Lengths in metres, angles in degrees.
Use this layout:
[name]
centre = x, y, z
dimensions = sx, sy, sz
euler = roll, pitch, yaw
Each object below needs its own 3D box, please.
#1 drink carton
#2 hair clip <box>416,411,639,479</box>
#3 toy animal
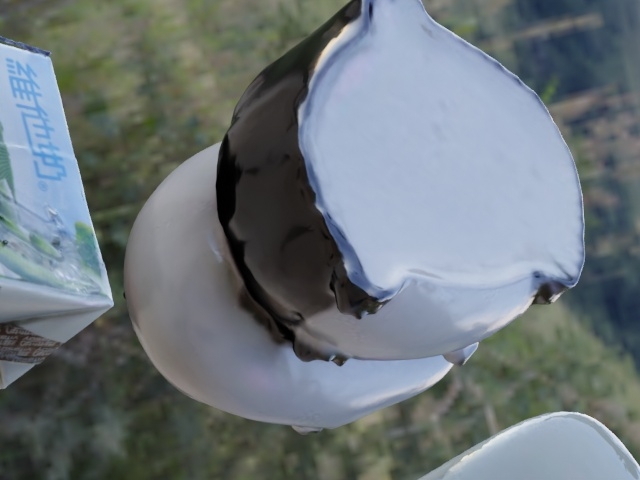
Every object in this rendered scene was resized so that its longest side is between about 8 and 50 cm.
[drink carton]
centre = -0.297, -0.037, 1.162
dimensions = 0.324, 0.132, 0.194
euler = 13, 52, -46
[hair clip]
centre = 0.051, 0.175, 0.712
dimensions = 0.172, 0.282, 0.113
euler = 49, -20, -15
[toy animal]
centre = 0.004, 0.006, 0.990
dimensions = 0.235, 0.187, 0.165
euler = -43, -124, 48
